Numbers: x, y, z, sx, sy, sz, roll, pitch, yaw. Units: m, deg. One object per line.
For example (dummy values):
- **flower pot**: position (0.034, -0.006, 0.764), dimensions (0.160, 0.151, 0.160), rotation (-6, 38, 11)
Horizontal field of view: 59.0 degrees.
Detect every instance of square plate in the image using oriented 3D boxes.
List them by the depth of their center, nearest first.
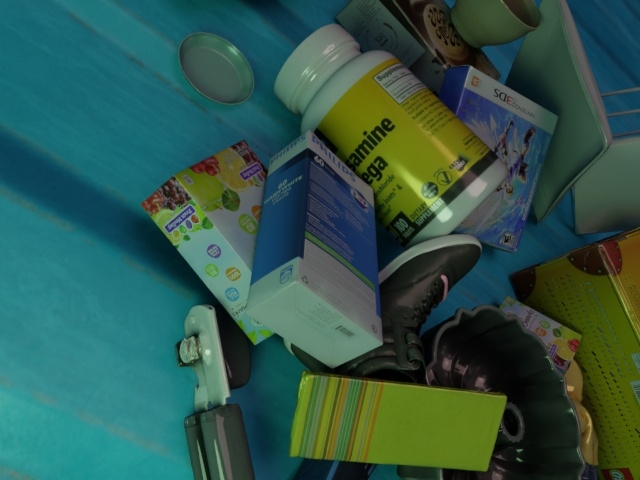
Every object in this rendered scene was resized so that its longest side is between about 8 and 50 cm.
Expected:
- **square plate**: position (0.459, -0.252, 1.120), dimensions (0.049, 0.347, 0.343), rotation (-8, 70, 0)

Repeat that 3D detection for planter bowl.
- **planter bowl**: position (0.315, -0.430, 1.057), dimensions (0.162, 0.109, 0.162), rotation (20, 55, -32)

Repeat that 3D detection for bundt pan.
- **bundt pan**: position (0.223, 0.263, 0.803), dimensions (0.331, 0.124, 0.330), rotation (16, 61, -32)

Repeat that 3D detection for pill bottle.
- **pill bottle**: position (0.094, -0.152, 0.837), dimensions (0.334, 0.188, 0.188), rotation (46, 47, 7)

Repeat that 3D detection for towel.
- **towel**: position (0.086, 0.203, 0.630), dimensions (0.238, 0.021, 0.102), rotation (9, 103, -11)

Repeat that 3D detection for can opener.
- **can opener**: position (-0.099, 0.200, 0.611), dimensions (0.093, 0.074, 0.280), rotation (2, 68, -37)

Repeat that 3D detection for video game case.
- **video game case**: position (0.290, -0.134, 1.003), dimensions (0.245, 0.061, 0.269), rotation (15, 91, -31)

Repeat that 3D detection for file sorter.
- **file sorter**: position (0.642, -0.169, 1.221), dimensions (0.277, 0.193, 0.173), rotation (59, 31, -48)

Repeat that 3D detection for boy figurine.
- **boy figurine**: position (0.408, 0.326, 0.931), dimensions (0.177, 0.092, 0.285), rotation (29, 48, -54)

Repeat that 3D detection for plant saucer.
- **plant saucer**: position (-0.152, -0.243, 0.816), dimensions (0.119, 0.021, 0.119), rotation (17, 60, -31)

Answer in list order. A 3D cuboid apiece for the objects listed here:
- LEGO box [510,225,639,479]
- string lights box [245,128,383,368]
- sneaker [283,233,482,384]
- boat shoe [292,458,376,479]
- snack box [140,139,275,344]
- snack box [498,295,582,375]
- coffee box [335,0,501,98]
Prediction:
- **LEGO box**: position (0.633, 0.232, 1.094), dimensions (0.373, 0.193, 0.499), rotation (-11, 76, -41)
- **string lights box**: position (0.000, 0.000, 0.664), dimensions (0.133, 0.077, 0.259), rotation (39, 33, -29)
- **sneaker**: position (0.115, 0.105, 0.713), dimensions (0.296, 0.104, 0.147), rotation (-28, 48, -14)
- **boat shoe**: position (0.008, 0.310, 0.624), dimensions (0.089, 0.109, 0.258), rotation (51, 50, -12)
- **snack box**: position (-0.087, -0.006, 0.693), dimensions (0.207, 0.070, 0.174), rotation (53, 29, -8)
- **snack box**: position (0.363, 0.166, 0.972), dimensions (0.141, 0.037, 0.100), rotation (30, 43, 20)
- **coffee box**: position (0.192, -0.370, 1.083), dimensions (0.297, 0.119, 0.168), rotation (49, 48, -10)
